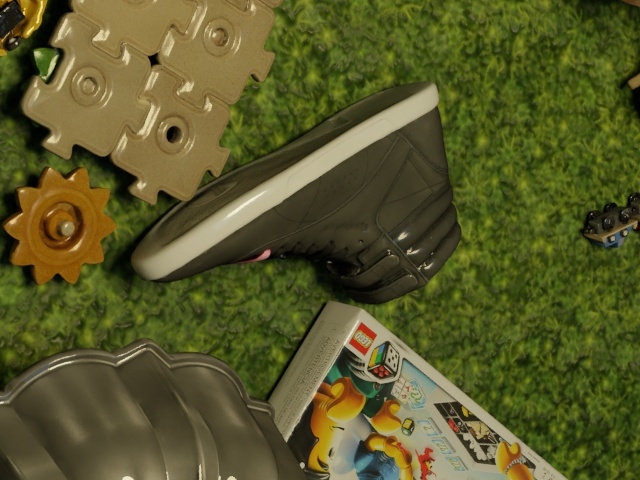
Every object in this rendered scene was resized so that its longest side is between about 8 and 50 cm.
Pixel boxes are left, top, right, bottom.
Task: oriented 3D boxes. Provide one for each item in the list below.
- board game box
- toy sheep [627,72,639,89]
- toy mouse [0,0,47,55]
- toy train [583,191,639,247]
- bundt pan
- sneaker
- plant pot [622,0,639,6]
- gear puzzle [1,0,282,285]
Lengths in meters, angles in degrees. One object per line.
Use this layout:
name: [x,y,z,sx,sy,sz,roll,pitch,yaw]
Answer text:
board game box: [0.068,0.211,1.362,0.305,0.053,0.193,40,74,-32]
toy sheep: [0.323,-0.134,1.482,0.091,0.091,0.132,-48,138,-21]
toy mouse: [-0.238,-0.194,1.110,0.161,0.031,0.143,-51,121,-19]
toy train: [0.297,-0.026,1.512,0.158,0.027,0.036,-21,118,-32]
bundt pan: [-0.135,0.238,1.119,0.331,0.124,0.331,-16,122,-27]
sneaker: [0.000,0.000,1.255,0.296,0.104,0.147,-31,107,-33]
plant pot: [0.358,-0.287,1.434,0.230,0.215,0.215,5,93,-50]
gear puzzle: [-0.128,-0.121,1.195,0.175,0.044,0.339,29,82,-38]
